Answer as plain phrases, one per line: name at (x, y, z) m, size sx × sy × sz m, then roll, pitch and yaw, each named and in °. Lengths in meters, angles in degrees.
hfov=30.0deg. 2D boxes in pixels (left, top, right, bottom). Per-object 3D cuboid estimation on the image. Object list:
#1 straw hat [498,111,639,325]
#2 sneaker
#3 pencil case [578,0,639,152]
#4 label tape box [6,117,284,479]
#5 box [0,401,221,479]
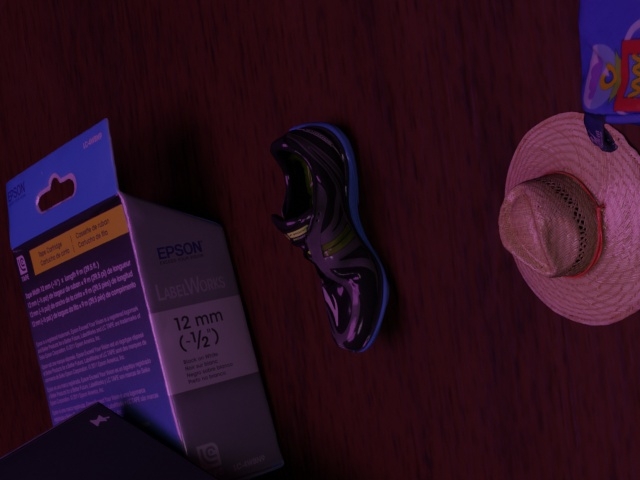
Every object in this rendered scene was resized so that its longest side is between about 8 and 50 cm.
straw hat at (0.151, -0.009, 0.781) m, size 0.144 × 0.061 × 0.144 m, roll 15°, pitch 110°, yaw 48°
sneaker at (0.000, 0.000, 0.954) m, size 0.067 × 0.078 × 0.188 m, roll -17°, pitch 86°, yaw 51°
pencil case at (0.189, -0.206, 0.640) m, size 0.133 × 0.119 × 0.306 m, roll 5°, pitch 103°, yaw 61°
label tape box at (-0.186, 0.077, 1.177) m, size 0.249 × 0.115 × 0.347 m, roll -20°, pitch 81°, yaw 50°
box at (-0.136, 0.363, 1.011) m, size 0.343 × 0.179 × 0.312 m, roll 23°, pitch 127°, yaw 36°
